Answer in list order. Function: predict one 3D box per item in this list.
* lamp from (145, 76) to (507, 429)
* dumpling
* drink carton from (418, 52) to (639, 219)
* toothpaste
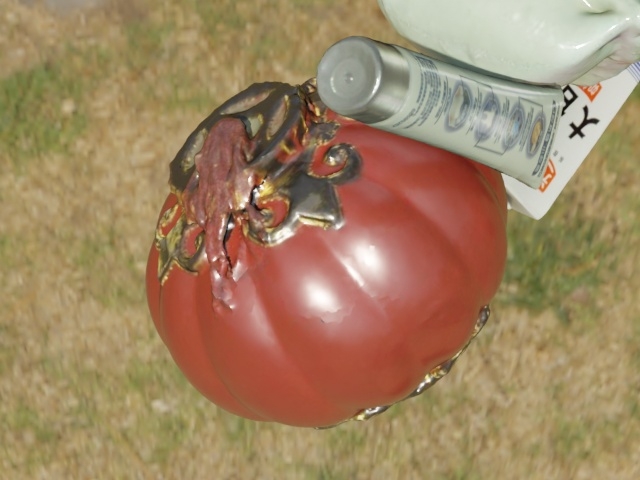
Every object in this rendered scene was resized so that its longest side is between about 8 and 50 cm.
[{"bbox_3d":[0.000,0.000,0.980,0.226,0.227,0.227,1,57,-1],"label":"lamp"},{"bbox_3d":[0.124,-0.148,1.042,0.216,0.105,0.149,21,19,36],"label":"dumpling"},{"bbox_3d":[0.194,-0.182,1.267,0.106,0.130,0.315,33,86,41],"label":"drink carton"},{"bbox_3d":[0.074,-0.067,0.865,0.039,0.239,0.062,13,93,32],"label":"toothpaste"}]
